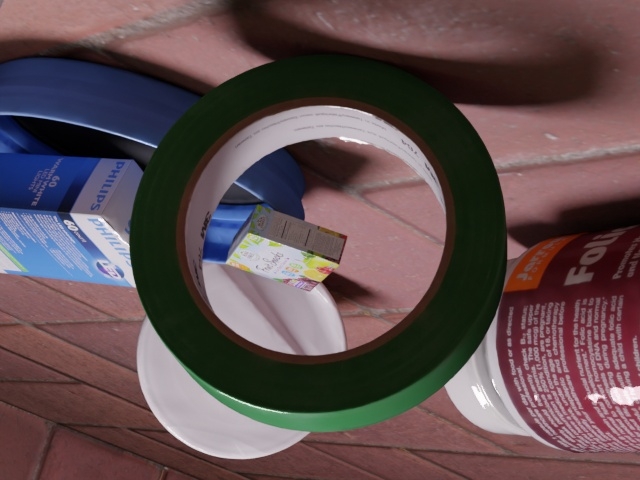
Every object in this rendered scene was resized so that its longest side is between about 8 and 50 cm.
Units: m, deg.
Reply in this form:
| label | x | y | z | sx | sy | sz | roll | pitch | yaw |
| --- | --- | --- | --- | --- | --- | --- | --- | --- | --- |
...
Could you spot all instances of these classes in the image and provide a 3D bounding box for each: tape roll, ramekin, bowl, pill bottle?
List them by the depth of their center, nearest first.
| label | x | y | z | sx | sy | sz | roll | pitch | yaw |
| --- | --- | --- | --- | --- | --- | --- | --- | --- | --- |
| tape roll | 0.000 | 0.000 | 1.323 | 0.321 | 0.321 | 0.077 | 13 | 162 | 12 |
| pill bottle | 0.306 | 0.097 | 1.510 | 0.224 | 0.224 | 0.392 | 26 | 160 | -29 |
| bowl | -0.199 | -0.082 | 1.674 | 0.391 | 0.077 | 0.391 | 16 | 163 | 5 |
| ramekin | -0.108 | 0.144 | 2.008 | 0.272 | 0.273 | 0.127 | 20 | 175 | -11 |

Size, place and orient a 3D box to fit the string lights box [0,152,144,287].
| label | x | y | z | sx | sy | sz | roll | pitch | yaw |
| --- | --- | --- | --- | --- | --- | --- | --- | --- | --- |
| string lights box | -0.280 | -0.022 | 1.629 | 0.259 | 0.077 | 0.133 | 5 | 146 | 33 |

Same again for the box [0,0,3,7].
| label | x | y | z | sx | sy | sz | roll | pitch | yaw |
| --- | --- | --- | --- | --- | --- | --- | --- | --- | --- |
| box | -0.402 | -0.137 | 1.228 | 0.168 | 0.345 | 0.215 | 13 | 162 | 10 |

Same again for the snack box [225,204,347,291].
| label | x | y | z | sx | sy | sz | roll | pitch | yaw |
| --- | --- | --- | --- | --- | --- | --- | --- | --- | --- |
| snack box | -0.038 | 0.010 | 1.614 | 0.100 | 0.037 | 0.141 | 20 | 163 | -7 |
